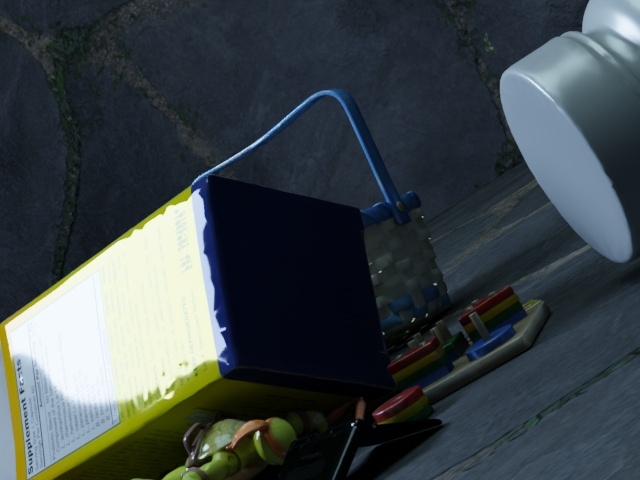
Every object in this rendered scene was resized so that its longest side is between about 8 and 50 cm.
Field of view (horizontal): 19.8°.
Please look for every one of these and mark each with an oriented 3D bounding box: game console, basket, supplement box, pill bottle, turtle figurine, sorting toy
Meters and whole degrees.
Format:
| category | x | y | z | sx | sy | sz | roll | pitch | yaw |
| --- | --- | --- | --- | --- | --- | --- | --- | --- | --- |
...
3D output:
| category | x | y | z | sx | sy | sz | roll | pitch | yaw |
| --- | --- | --- | --- | --- | --- | --- | --- | --- | --- |
| game console | 0.023 | 0.179 | 1.426 | 0.122 | 0.071 | 0.107 | -30 | 32 | 60 |
| basket | 0.000 | 0.000 | 2.123 | 0.255 | 0.289 | 0.201 | -35 | -12 | 33 |
| supplement box | -0.128 | 0.111 | 1.765 | 0.195 | 0.194 | 0.356 | 12 | -33 | -41 |
| pill bottle | 0.360 | -0.162 | 1.522 | 0.392 | 0.224 | 0.224 | -33 | 2 | -9 |
| turtle figurine | -0.095 | 0.202 | 1.601 | 0.217 | 0.087 | 0.269 | -31 | 2 | 38 |
| sorting toy | 0.126 | 0.087 | 1.596 | 0.132 | 0.046 | 0.274 | -31 | 2 | 19 |

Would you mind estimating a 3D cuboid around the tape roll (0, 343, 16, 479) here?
| category | x | y | z | sx | sy | sz | roll | pitch | yaw |
| --- | --- | --- | --- | --- | --- | --- | --- | --- | --- |
| tape roll | -0.355 | 0.243 | 2.297 | 0.246 | 0.169 | 0.246 | -49 | -14 | -17 |
